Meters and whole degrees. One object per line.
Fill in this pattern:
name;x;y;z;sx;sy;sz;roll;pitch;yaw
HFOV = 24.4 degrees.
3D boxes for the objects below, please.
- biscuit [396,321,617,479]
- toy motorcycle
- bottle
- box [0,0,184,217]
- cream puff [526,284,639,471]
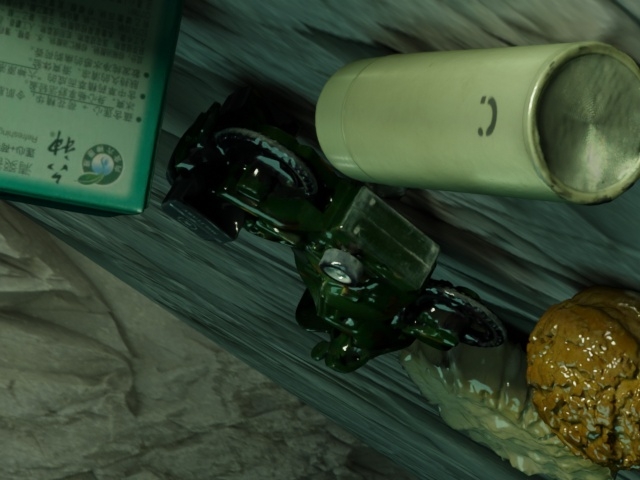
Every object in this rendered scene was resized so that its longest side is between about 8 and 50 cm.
biscuit;0.178;0.151;1.306;0.179;0.084;0.281;21;164;46
toy motorcycle;0.000;0.000;1.070;0.275;0.124;0.187;39;157;-23
bottle;0.073;-0.058;0.725;0.072;0.072;0.201;37;167;-25
box;-0.219;-0.107;0.889;0.245;0.153;0.092;12;175;-20
cream puff;0.195;0.097;0.978;0.126;0.103;0.144;25;161;36
